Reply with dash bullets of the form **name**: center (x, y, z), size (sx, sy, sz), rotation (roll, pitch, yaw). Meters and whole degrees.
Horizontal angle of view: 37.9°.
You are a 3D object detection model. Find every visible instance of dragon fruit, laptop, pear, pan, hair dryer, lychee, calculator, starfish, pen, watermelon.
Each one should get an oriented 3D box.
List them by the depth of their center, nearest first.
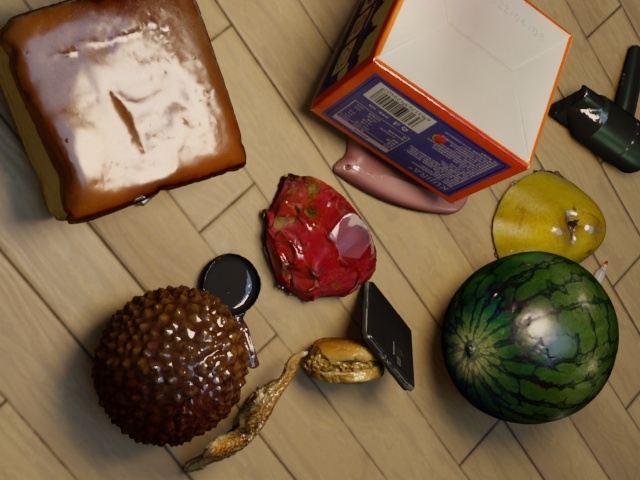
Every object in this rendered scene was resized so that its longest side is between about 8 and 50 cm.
- **lychee**: center (-0.234, 0.204, 1.511), size (0.267, 0.267, 0.268), rotation (-1, 92, -29)
- **starfish**: center (-0.122, 0.304, 1.578), size (0.299, 0.302, 0.060), rotation (-44, 86, -4)
- **pan**: center (-0.149, 0.127, 1.674), size (0.114, 0.040, 0.212), rotation (-16, 92, -29)
- **dragon fruit**: center (0.000, 0.000, 1.708), size (0.262, 0.189, 0.163), rotation (60, 35, -13)
- **laptop**: center (0.127, 0.174, 1.756), size (0.026, 0.207, 0.154), rotation (-31, 110, 16)
- **watermelon**: center (0.407, 0.188, 1.828), size (0.363, 0.363, 0.363), rotation (-1, 92, -29)
- **calculator**: center (0.189, -0.173, 1.854), size (0.329, 0.048, 0.220), rotation (15, 82, -29)
- **pear**: center (0.513, -0.023, 1.971), size (0.266, 0.178, 0.267), rotation (-4, 97, -31)
- **hair dryer**: center (0.652, -0.335, 2.093), size (0.244, 0.116, 0.302), rotation (30, 66, -27)
- **pen**: center (0.599, 0.135, 2.106), size (0.026, 0.026, 0.218), rotation (40, 72, -24)

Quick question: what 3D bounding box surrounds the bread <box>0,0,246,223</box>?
- **bread**: center (-0.317, -0.221, 1.484), size (0.323, 0.143, 0.333), rotation (-25, 104, -27)

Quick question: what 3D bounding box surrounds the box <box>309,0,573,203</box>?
- **box**: center (0.218, -0.303, 1.705), size (0.348, 0.257, 0.319), rotation (30, 64, -18)

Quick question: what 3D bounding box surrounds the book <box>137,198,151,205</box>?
- **book**: center (-0.313, -0.222, 1.583), size (0.202, 0.027, 0.264), rotation (-45, 112, -20)

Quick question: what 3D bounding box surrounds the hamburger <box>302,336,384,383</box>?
- **hamburger**: center (0.046, 0.221, 1.730), size (0.147, 0.138, 0.083), rotation (4, 85, -67)
